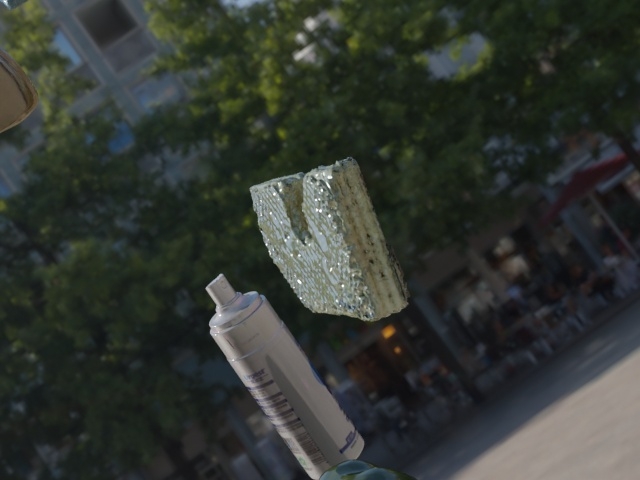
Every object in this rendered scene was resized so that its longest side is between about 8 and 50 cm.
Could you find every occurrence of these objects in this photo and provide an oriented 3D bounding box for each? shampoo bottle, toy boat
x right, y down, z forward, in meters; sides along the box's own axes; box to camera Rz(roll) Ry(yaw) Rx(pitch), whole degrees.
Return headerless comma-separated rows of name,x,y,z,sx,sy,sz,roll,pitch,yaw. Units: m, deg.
shampoo bottle,-0.057,0.173,1.581,0.092,0.303,0.092,-31,14,9
toy boat,-0.418,-0.175,1.377,0.061,0.188,0.116,-139,61,-67

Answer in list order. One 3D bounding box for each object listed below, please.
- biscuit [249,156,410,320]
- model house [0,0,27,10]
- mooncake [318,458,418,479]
biscuit,0.000,0.000,1.152,0.046,0.147,0.250,-22,7,-19
model house,-0.452,-0.436,1.590,0.194,0.325,0.267,3,-43,-8
mooncake,0.133,0.376,1.339,0.187,0.351,0.351,-63,-2,-10
